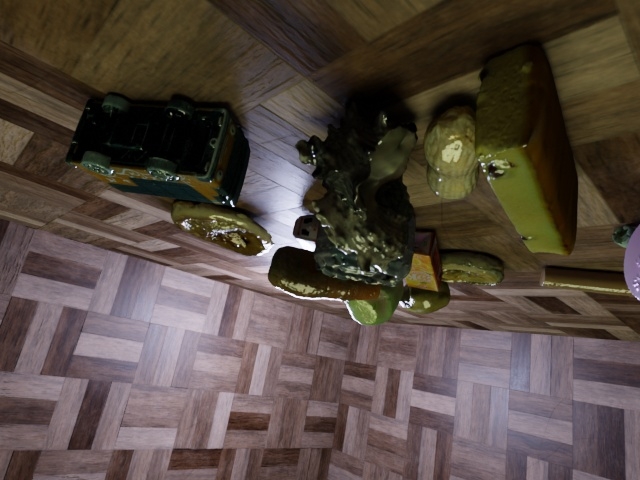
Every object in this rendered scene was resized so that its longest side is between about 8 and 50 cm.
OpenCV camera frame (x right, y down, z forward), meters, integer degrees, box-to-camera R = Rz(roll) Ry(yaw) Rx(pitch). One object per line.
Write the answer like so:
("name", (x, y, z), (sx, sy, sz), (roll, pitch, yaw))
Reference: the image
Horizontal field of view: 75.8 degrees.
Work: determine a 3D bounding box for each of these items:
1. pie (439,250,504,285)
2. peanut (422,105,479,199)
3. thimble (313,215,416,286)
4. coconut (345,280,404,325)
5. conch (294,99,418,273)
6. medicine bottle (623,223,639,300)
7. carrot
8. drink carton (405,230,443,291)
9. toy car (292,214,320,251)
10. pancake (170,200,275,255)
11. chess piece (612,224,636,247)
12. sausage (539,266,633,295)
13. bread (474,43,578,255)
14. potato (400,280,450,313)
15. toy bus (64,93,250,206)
("pie", (0.435, 0.093, 1.271), (0.274, 0.055, 0.274), (10, 164, 3))
("peanut", (0.199, -0.123, 0.619), (0.087, 0.087, 0.207), (5, 164, 17))
("thimble", (0.106, 0.009, 0.987), (0.236, 0.172, 0.205), (12, 167, -12))
("coconut", (0.183, 0.169, 1.440), (0.236, 0.236, 0.204), (14, 136, -12))
("conch", (0.058, -0.068, 0.641), (0.186, 0.241, 0.313), (-4, 150, 2))
("medicine bottle", (0.732, 0.052, 0.717), (0.290, 0.178, 0.178), (8, 164, 6))
("carrot", (0.011, 0.096, 1.104), (0.301, 0.139, 0.139), (7, 165, -7))
("drink carton", (0.276, 0.059, 1.137), (0.096, 0.071, 0.223), (8, 153, 27))
("toy car", (0.000, 0.000, 1.167), (0.108, 0.089, 0.210), (4, 161, 17))
("pancake", (-0.309, -0.033, 1.295), (0.356, 0.065, 0.356), (11, 161, 4))
("chess piece", (0.651, 0.007, 0.836), (0.103, 0.067, 0.067), (22, 162, -10))
("sausage", (0.772, 0.114, 1.125), (0.301, 0.066, 0.066), (6, 164, 22))
("bread", (0.293, -0.096, 0.563), (0.077, 0.138, 0.361), (1, 161, 37))
("potato", (0.373, 0.191, 1.469), (0.137, 0.154, 0.200), (31, 159, -12))
("toy bus", (-0.272, -0.152, 0.731), (0.275, 0.138, 0.167), (7, 165, 16))
